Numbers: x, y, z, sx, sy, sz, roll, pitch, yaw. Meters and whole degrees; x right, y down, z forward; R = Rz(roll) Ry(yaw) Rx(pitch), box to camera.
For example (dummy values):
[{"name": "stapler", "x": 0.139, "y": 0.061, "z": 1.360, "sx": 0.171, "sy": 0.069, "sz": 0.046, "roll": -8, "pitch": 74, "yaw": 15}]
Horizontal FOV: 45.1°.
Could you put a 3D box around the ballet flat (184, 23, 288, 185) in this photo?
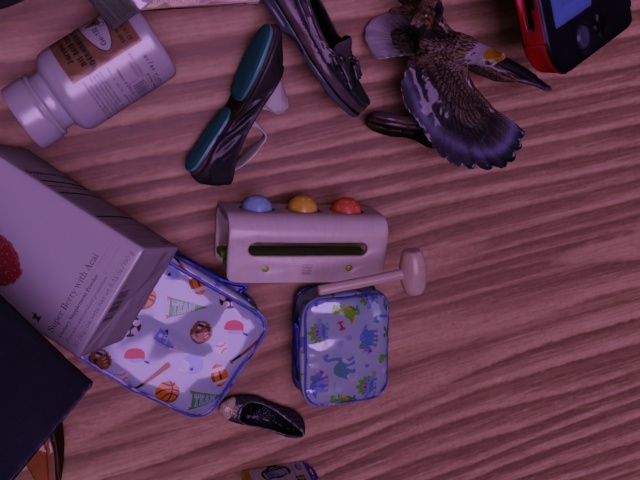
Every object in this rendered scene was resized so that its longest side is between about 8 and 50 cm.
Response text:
[{"name": "ballet flat", "x": -0.117, "y": -0.210, "z": 1.246, "sx": 0.096, "sy": 0.095, "sz": 0.281, "roll": 24, "pitch": 107, "yaw": -33}]

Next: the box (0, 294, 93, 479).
[{"name": "box", "x": -0.622, "y": 0.173, "z": 0.909, "sx": 0.479, "sy": 0.297, "sz": 0.472, "roll": -31, "pitch": 105, "yaw": 39}]

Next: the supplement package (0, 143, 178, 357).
[{"name": "supplement package", "x": -0.390, "y": 0.007, "z": 1.106, "sx": 0.292, "sy": 0.175, "sz": 0.178, "roll": 32, "pitch": 93, "yaw": 4}]

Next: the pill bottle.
[{"name": "pill bottle", "x": -0.341, "y": -0.240, "z": 1.134, "sx": 0.229, "sy": 0.131, "sz": 0.131, "roll": -35, "pitch": 113, "yaw": -6}]

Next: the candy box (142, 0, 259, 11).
[{"name": "candy box", "x": -0.198, "y": -0.504, "z": 1.128, "sx": 0.182, "sy": 0.087, "sz": 0.317, "roll": -9, "pitch": 109, "yaw": -16}]

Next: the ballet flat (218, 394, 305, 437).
[{"name": "ballet flat", "x": -0.104, "y": 0.324, "z": 1.421, "sx": 0.173, "sy": 0.049, "sz": 0.058, "roll": 18, "pitch": 98, "yaw": -22}]

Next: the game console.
[{"name": "game console", "x": 0.415, "y": -0.499, "z": 1.277, "sx": 0.342, "sy": 0.060, "sz": 0.387, "roll": -33, "pitch": 116, "yaw": -35}]

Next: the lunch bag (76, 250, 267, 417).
[{"name": "lunch bag", "x": -0.247, "y": 0.140, "z": 1.289, "sx": 0.303, "sy": 0.115, "sz": 0.243, "roll": 33, "pitch": 91, "yaw": -23}]

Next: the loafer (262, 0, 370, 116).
[{"name": "loafer", "x": 0.008, "y": -0.320, "z": 1.236, "sx": 0.084, "sy": 0.096, "sz": 0.267, "roll": -31, "pitch": 113, "yaw": 21}]

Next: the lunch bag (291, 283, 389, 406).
[{"name": "lunch bag", "x": 0.032, "y": 0.185, "z": 1.405, "sx": 0.175, "sy": 0.090, "sz": 0.219, "roll": -6, "pitch": 107, "yaw": -18}]

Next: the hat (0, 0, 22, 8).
[{"name": "hat", "x": -0.477, "y": -0.467, "z": 1.023, "sx": 0.331, "sy": 0.134, "sz": 0.332, "roll": -6, "pitch": 101, "yaw": -33}]

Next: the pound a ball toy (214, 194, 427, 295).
[{"name": "pound a ball toy", "x": 0.000, "y": 0.000, "z": 1.276, "sx": 0.318, "sy": 0.208, "sz": 0.136, "roll": 0, "pitch": 106, "yaw": -18}]

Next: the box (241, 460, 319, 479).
[{"name": "box", "x": -0.074, "y": 0.455, "z": 1.452, "sx": 0.136, "sy": 0.081, "sz": 0.028, "roll": -2, "pitch": 106, "yaw": -17}]

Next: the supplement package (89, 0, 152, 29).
[{"name": "supplement package", "x": -0.226, "y": -0.395, "z": 0.976, "sx": 0.194, "sy": 0.203, "sz": 0.149, "roll": -45, "pitch": 112, "yaw": -12}]

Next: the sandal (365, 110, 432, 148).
[{"name": "sandal", "x": 0.185, "y": -0.205, "z": 1.358, "sx": 0.219, "sy": 0.090, "sz": 0.060, "roll": 10, "pitch": 80, "yaw": -14}]

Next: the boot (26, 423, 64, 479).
[{"name": "boot", "x": -0.544, "y": 0.306, "z": 1.245, "sx": 0.220, "sy": 0.109, "sz": 0.284, "roll": -11, "pitch": 120, "yaw": -7}]

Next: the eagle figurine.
[{"name": "eagle figurine", "x": 0.234, "y": -0.287, "z": 1.272, "sx": 0.226, "sy": 0.225, "sz": 0.298, "roll": -32, "pitch": 127, "yaw": 13}]
